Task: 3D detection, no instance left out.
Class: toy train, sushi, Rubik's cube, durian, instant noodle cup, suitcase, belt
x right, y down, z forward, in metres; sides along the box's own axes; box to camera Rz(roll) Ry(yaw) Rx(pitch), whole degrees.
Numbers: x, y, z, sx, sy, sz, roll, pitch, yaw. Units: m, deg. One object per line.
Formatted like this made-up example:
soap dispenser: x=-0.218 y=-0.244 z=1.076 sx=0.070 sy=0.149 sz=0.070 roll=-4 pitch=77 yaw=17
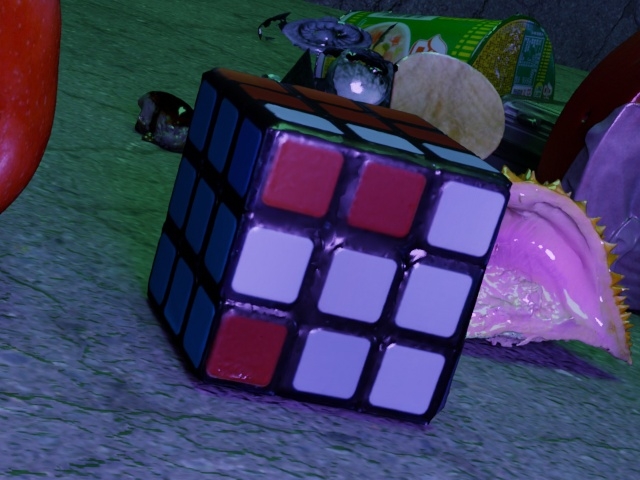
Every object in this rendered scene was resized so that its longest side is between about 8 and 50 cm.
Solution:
toy train: x=0.024 y=-0.091 z=1.229 sx=0.190 sy=0.126 sz=0.307 roll=1 pitch=-11 yaw=-17
sushi: x=-0.152 y=-0.118 z=1.488 sx=0.044 sy=0.046 sz=0.083 roll=5 pitch=19 yaw=-41
Rubik's cube: x=0.000 y=0.000 z=0.949 sx=0.163 sy=0.162 sz=0.160 roll=13 pitch=13 yaw=-22
durian: x=0.133 y=0.026 z=1.150 sx=0.182 sy=0.165 sz=0.132 roll=-11 pitch=47 yaw=5
instant noodle cup: x=0.122 y=-0.184 z=1.816 sx=0.233 sy=0.207 sz=0.207 roll=19 pitch=12 yaw=35
suitcase: x=0.330 y=-0.058 z=1.675 sx=0.312 sy=0.128 sz=0.202 roll=28 pitch=16 yaw=40
belt: x=0.335 y=-0.069 z=1.407 sx=0.227 sy=0.324 sz=0.115 roll=42 pitch=7 yaw=-19

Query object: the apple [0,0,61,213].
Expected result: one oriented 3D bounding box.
apple: x=-0.269 y=-0.109 z=0.849 sx=0.260 sy=0.260 sz=0.216 roll=10 pitch=20 yaw=-29
